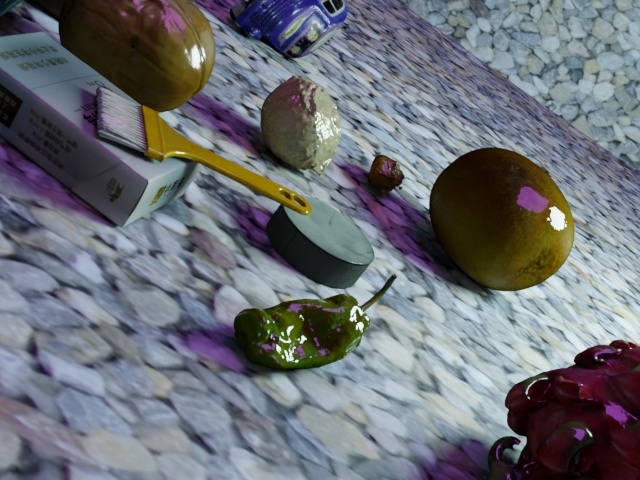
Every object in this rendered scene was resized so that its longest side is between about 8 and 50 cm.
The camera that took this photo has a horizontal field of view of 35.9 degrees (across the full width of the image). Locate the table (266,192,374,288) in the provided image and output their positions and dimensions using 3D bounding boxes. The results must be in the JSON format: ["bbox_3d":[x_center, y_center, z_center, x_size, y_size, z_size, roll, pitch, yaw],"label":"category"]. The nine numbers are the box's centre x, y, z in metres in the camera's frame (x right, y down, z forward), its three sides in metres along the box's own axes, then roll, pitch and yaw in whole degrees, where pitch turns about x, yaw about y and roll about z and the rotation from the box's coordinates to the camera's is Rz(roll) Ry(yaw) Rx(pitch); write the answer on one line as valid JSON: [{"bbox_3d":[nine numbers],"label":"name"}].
[{"bbox_3d":[0.000,0.000,1.213,0.133,0.043,0.133,30,23,-14],"label":"table"}]

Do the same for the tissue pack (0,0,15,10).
[{"bbox_3d":[-0.389,-0.369,1.057,0.253,0.264,0.416,53,17,-17],"label":"tissue pack"}]

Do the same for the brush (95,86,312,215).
[{"bbox_3d":[-0.120,-0.086,1.079,0.272,0.013,0.103,25,25,-27],"label":"brush"}]

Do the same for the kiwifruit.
[{"bbox_3d":[0.266,-0.038,1.476,0.196,0.196,0.234,22,28,-31],"label":"kiwifruit"}]

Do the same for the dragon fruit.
[{"bbox_3d":[0.287,0.200,1.017,0.218,0.198,0.273,19,9,34],"label":"dragon fruit"}]

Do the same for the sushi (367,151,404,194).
[{"bbox_3d":[0.106,-0.104,1.549,0.060,0.061,0.118,23,21,0],"label":"sushi"}]

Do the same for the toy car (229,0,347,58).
[{"bbox_3d":[-0.050,-0.432,1.863,0.158,0.172,0.235,51,27,-2],"label":"toy car"}]

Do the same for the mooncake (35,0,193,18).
[{"bbox_3d":[-0.316,-0.437,1.447,0.324,0.187,0.324,32,23,-15],"label":"mooncake"}]

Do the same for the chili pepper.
[{"bbox_3d":[0.000,0.091,0.999,0.204,0.073,0.072,-6,63,-43],"label":"chili pepper"}]

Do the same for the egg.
[{"bbox_3d":[-0.028,-0.164,1.408,0.118,0.116,0.140,39,35,-66],"label":"egg"}]

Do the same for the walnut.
[{"bbox_3d":[-0.229,-0.249,1.229,0.207,0.167,0.167,37,22,7],"label":"walnut"}]

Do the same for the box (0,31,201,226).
[{"bbox_3d":[-0.258,-0.125,1.063,0.243,0.067,0.155,38,24,5],"label":"box"}]
